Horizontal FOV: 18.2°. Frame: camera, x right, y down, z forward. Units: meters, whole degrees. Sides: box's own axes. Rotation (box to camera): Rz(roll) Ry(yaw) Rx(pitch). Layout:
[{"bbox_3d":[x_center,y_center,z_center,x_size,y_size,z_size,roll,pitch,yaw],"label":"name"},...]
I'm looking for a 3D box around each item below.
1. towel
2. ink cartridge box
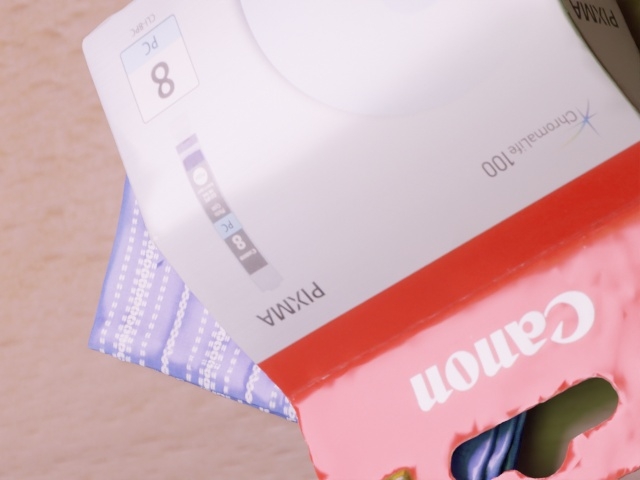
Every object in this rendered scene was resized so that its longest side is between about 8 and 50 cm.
[{"bbox_3d":[0.000,0.000,1.241,0.336,0.040,0.243,17,100,33],"label":"towel"},{"bbox_3d":[0.046,-0.024,1.139,0.308,0.091,0.385,-31,69,31],"label":"ink cartridge box"}]
